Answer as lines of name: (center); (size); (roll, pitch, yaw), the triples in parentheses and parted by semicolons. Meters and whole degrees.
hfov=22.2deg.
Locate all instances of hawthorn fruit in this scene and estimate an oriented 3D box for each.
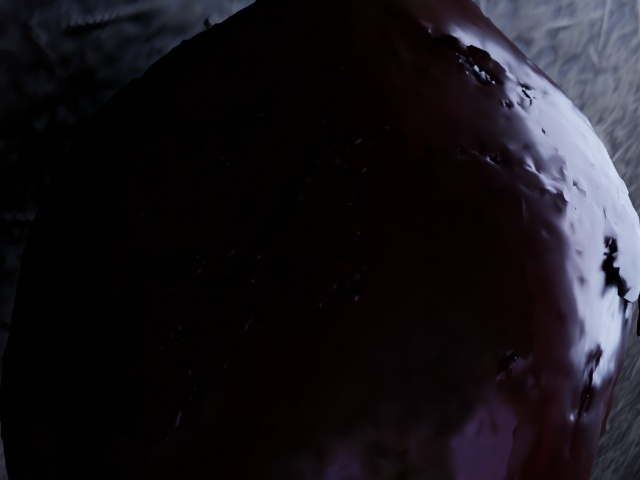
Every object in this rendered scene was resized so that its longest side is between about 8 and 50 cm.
hawthorn fruit: (0.000, 0.000, 0.459); (0.181, 0.181, 0.235); (-6, 103, -55)
